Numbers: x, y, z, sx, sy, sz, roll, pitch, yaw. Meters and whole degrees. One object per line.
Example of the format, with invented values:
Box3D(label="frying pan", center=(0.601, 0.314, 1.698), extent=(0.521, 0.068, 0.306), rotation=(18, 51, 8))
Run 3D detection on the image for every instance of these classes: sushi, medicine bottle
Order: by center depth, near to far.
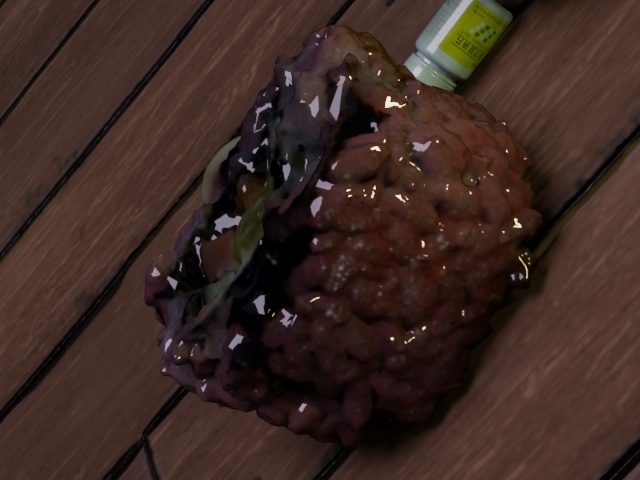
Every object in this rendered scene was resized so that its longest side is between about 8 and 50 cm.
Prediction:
Box3D(label="sushi", center=(0.000, 0.000, 1.235), extent=(0.270, 0.171, 0.236), rotation=(-59, 33, 10))
Box3D(label="medicine bottle", center=(0.097, -0.142, 1.327), extent=(0.083, 0.047, 0.047), rotation=(-54, 34, 9))
